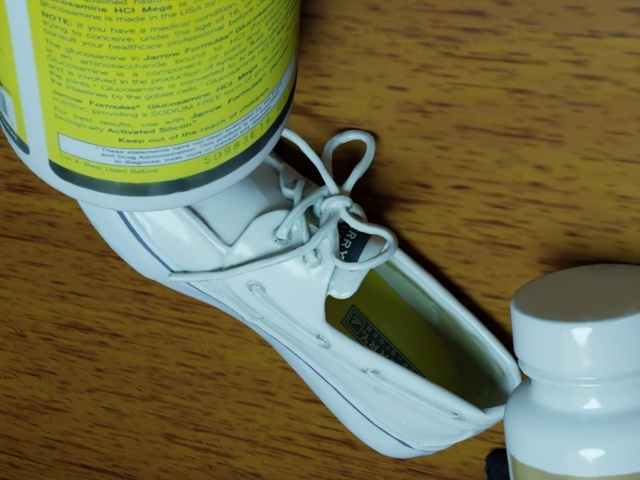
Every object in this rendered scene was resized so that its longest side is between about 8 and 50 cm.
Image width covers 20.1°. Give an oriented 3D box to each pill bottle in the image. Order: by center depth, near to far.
[{"bbox_3d":[-0.101,-0.175,0.979,0.188,0.188,0.334,28,152,12],"label":"pill bottle"},{"bbox_3d":[0.184,0.139,1.138,0.131,0.131,0.229,5,113,36],"label":"pill bottle"}]

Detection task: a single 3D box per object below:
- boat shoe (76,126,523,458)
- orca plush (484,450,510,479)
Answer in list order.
[{"bbox_3d":[-0.003,0.007,1.183,0.367,0.136,0.156,44,144,-16],"label":"boat shoe"},{"bbox_3d":[0.151,0.210,1.353,0.151,0.102,0.287,-1,160,-25],"label":"orca plush"}]
